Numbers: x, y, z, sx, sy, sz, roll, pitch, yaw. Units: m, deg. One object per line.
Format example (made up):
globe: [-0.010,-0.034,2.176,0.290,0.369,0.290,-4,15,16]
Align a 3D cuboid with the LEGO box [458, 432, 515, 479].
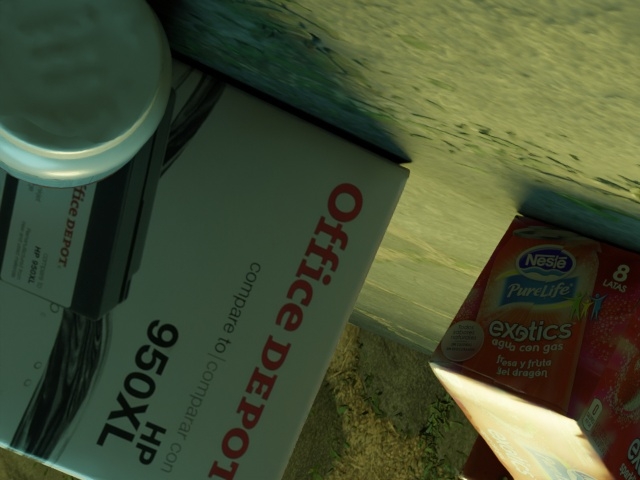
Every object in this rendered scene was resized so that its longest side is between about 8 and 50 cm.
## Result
LEGO box: [0.430,0.238,1.331,0.500,0.193,0.372,20,174,38]

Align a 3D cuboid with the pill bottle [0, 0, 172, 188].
pill bottle: [-0.148,-0.093,0.902,0.121,0.121,0.221,24,175,-9]

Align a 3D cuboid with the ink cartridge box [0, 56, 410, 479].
ink cartridge box: [-0.177,0.001,1.096,0.395,0.285,0.166,24,175,-11]

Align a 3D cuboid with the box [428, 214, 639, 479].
box: [0.195,0.111,1.128,0.123,0.128,0.257,19,159,35]
